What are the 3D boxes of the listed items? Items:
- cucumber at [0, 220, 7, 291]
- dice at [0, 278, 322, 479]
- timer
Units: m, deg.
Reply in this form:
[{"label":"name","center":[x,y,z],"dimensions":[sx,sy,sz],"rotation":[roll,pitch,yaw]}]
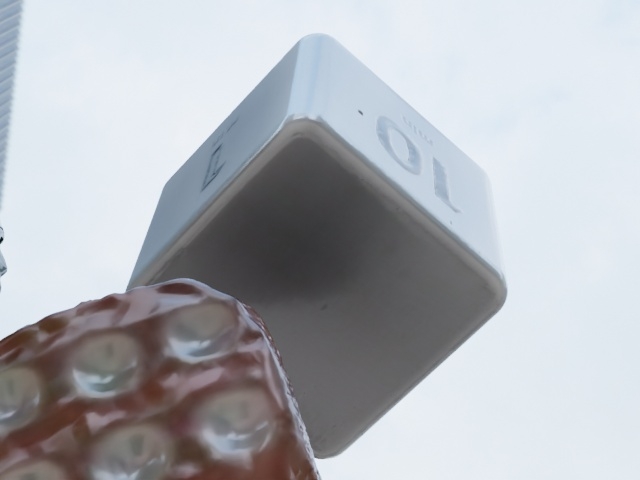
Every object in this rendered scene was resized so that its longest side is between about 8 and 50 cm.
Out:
[{"label":"cucumber","center":[-0.191,0.013,0.379],"dimensions":[0.191,0.191,0.130],"rotation":[-12,-44,13]},{"label":"dice","center":[-0.085,0.142,0.734],"dimensions":[0.175,0.174,0.179],"rotation":[-14,-44,-9]},{"label":"timer","center":[0.000,0.000,1.006],"dimensions":[0.192,0.195,0.194],"rotation":[40,-70,-15]}]
